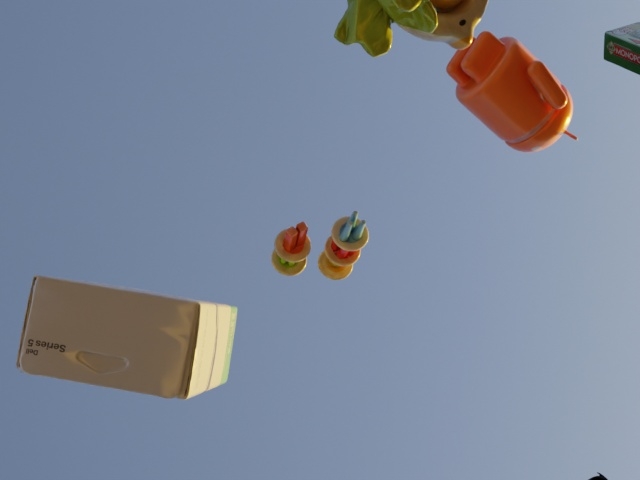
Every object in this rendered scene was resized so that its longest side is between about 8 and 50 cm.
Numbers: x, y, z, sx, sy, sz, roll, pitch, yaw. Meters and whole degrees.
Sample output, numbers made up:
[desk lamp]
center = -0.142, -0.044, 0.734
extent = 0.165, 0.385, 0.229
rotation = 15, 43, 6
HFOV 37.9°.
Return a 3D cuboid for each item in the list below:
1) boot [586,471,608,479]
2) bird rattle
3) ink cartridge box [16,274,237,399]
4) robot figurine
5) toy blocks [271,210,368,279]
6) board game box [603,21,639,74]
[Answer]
[boot]
center = 0.368, 0.428, 1.329
extent = 0.198, 0.077, 0.137
rotation = -49, -61, -5
[bird rattle]
center = 0.116, -0.338, 1.133
extent = 0.207, 0.143, 0.253
rotation = 20, -111, -27
[ink cartridge box]
center = -0.225, 0.118, 1.154
extent = 0.198, 0.273, 0.114
rotation = 9, -95, 4
[robot figurine]
center = 0.295, -0.221, 1.420
extent = 0.219, 0.158, 0.128
rotation = 38, -142, -20
[toy blocks]
center = 0.000, 0.000, 1.292
extent = 0.123, 0.148, 0.054
rotation = 5, -117, -9
[board game box]
center = 0.559, -0.239, 1.227
extent = 0.214, 0.317, 0.046
rotation = -19, -57, -16
